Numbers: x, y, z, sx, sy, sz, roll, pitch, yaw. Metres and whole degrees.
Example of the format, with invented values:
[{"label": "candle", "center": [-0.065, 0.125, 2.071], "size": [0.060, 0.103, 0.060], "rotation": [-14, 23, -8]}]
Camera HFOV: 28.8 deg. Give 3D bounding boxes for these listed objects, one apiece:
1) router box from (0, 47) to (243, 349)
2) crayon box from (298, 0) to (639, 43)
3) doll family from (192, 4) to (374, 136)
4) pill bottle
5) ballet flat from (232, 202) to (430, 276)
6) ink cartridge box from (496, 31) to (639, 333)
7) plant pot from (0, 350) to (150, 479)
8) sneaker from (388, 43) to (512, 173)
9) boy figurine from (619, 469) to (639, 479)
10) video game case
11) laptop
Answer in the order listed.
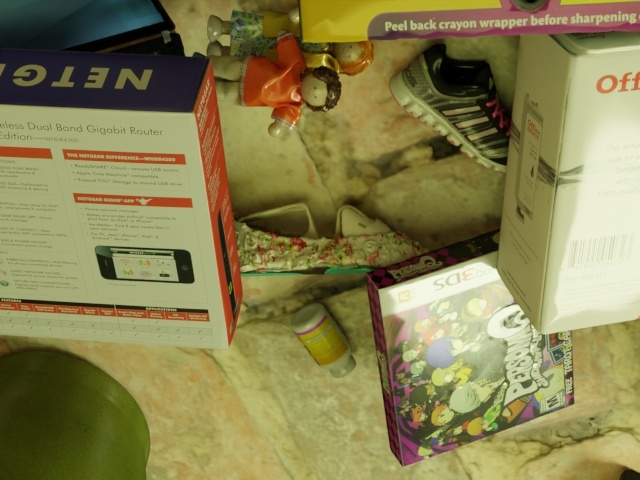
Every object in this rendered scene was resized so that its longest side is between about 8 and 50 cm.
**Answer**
[{"label": "router box", "center": [-0.253, -0.034, 1.164], "size": [0.335, 0.082, 0.301], "rotation": [4, 135, 6]}, {"label": "crayon box", "center": [0.160, -0.318, 0.954], "size": [0.363, 0.106, 0.313], "rotation": [0, 103, 11]}, {"label": "doll family", "center": [-0.023, -0.229, 1.128], "size": [0.163, 0.118, 0.263], "rotation": [5, 105, 12]}, {"label": "pill bottle", "center": [0.005, 0.111, 1.361], "size": [0.043, 0.043, 0.083], "rotation": [-25, 115, 21]}, {"label": "ballet flat", "center": [0.000, 0.000, 1.275], "size": [0.241, 0.091, 0.077], "rotation": [0, 93, 3]}, {"label": "ink cartridge box", "center": [0.284, -0.072, 1.129], "size": [0.207, 0.117, 0.283], "rotation": [-7, 123, -13]}, {"label": "plant pot", "center": [-0.340, 0.314, 1.355], "size": [0.366, 0.353, 0.366], "rotation": [3, 122, 5]}, {"label": "sneaker", "center": [0.151, -0.127, 1.179], "size": [0.170, 0.063, 0.075], "rotation": [32, 127, -7]}, {"label": "boy figurine", "center": [0.332, 0.407, 1.475], "size": [0.177, 0.092, 0.285], "rotation": [22, 123, -7]}, {"label": "video game case", "center": [0.160, 0.105, 1.286], "size": [0.210, 0.042, 0.232], "rotation": [-17, 122, -14]}, {"label": "laptop", "center": [-0.242, -0.124, 1.172], "size": [0.234, 0.136, 0.264], "rotation": [-14, 106, 8]}]
